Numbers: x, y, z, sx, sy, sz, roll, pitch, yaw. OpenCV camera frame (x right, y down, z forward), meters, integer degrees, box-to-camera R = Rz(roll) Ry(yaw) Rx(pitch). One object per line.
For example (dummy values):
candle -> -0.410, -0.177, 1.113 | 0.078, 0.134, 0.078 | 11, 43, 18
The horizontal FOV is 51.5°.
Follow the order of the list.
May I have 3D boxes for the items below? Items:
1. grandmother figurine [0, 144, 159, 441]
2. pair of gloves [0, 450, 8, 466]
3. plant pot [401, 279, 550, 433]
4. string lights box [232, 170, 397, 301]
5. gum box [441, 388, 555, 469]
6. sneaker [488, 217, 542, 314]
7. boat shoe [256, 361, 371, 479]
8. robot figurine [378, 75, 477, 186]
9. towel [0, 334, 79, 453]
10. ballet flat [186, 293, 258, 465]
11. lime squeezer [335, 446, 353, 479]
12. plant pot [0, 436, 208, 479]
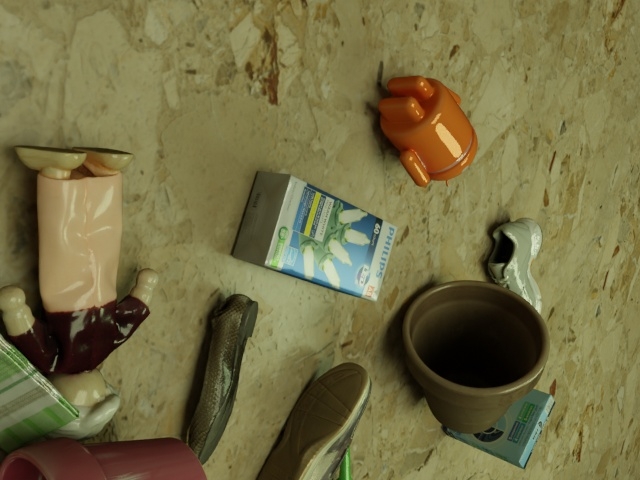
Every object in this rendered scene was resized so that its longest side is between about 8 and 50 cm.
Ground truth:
grandmother figurine -> -0.272, 0.068, 0.754 | 0.207, 0.104, 0.343 | -4, 105, -46
pair of gloves -> -0.365, 0.367, 0.764 | 0.204, 0.042, 0.240 | 42, 70, -42
plant pot -> 0.286, 0.245, 1.258 | 0.263, 0.263, 0.229 | -40, 141, -32
string lights box -> 0.000, 0.000, 1.018 | 0.259, 0.076, 0.133 | 21, 83, -45
gum box -> 0.372, 0.368, 1.391 | 0.157, 0.184, 0.041 | -56, 132, -20
sneaker -> 0.408, 0.083, 1.441 | 0.121, 0.099, 0.263 | -5, 95, -36
boat shoe -> -0.004, 0.333, 1.078 | 0.285, 0.102, 0.092 | -57, 137, -14
robot figurine -> 0.187, -0.188, 1.126 | 0.219, 0.128, 0.158 | 41, 27, -42
towel -> -0.340, 0.153, 0.693 | 0.152, 0.113, 0.023 | 55, 19, -25
ballet flat -> -0.148, 0.194, 0.937 | 0.084, 0.058, 0.250 | -10, 116, -80
lime squeezer -> 0.066, 0.461, 1.216 | 0.110, 0.058, 0.310 | -70, 143, -52
plant pot -> -0.227, 0.304, 0.723 | 0.180, 0.201, 0.201 | -5, 103, -47
